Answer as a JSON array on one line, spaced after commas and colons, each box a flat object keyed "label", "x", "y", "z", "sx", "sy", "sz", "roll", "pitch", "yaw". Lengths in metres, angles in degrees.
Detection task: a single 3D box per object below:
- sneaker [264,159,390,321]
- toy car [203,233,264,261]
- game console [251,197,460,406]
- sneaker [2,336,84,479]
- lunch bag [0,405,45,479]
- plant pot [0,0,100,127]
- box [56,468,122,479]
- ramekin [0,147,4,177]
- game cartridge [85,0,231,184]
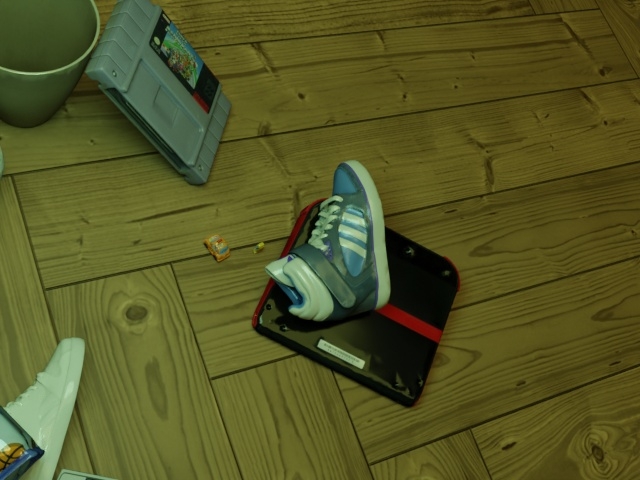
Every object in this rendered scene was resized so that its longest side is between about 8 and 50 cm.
[{"label": "sneaker", "x": 0.000, "y": 0.000, "z": 1.686, "sx": 0.236, "sy": 0.130, "sz": 0.323, "roll": -6, "pitch": 80, "yaw": -23}, {"label": "toy car", "x": -0.176, "y": 0.002, "z": 1.743, "sx": 0.122, "sy": 0.040, "sz": 0.060, "roll": -13, "pitch": 70, "yaw": -26}, {"label": "game console", "x": 0.088, "y": 0.120, "z": 1.779, "sx": 0.386, "sy": 0.060, "sz": 0.342, "roll": 27, "pitch": 68, "yaw": -7}, {"label": "sneaker", "x": -0.509, "y": 0.283, "z": 1.429, "sx": 0.169, "sy": 0.108, "sz": 0.293, "roll": 18, "pitch": 61, "yaw": -16}, {"label": "lunch bag", "x": -0.649, "y": 0.335, "z": 1.201, "sx": 0.328, "sy": 0.239, "sz": 0.385, "roll": 46, "pitch": 71, "yaw": 1}, {"label": "plant pot", "x": -0.566, "y": -0.341, "z": 1.618, "sx": 0.256, "sy": 0.274, "sz": 0.257, "roll": 9, "pitch": 61, "yaw": -16}, {"label": "box", "x": -0.313, "y": 0.470, "z": 1.323, "sx": 0.289, "sy": 0.087, "sz": 0.169, "roll": 2, "pitch": 54, "yaw": 29}, {"label": "ramekin", "x": -0.674, "y": -0.140, "z": 1.526, "sx": 0.207, "sy": 0.109, "sz": 0.207, "roll": 30, "pitch": 31, "yaw": -20}, {"label": "game cartridge", "x": -0.308, "y": -0.307, "z": 1.706, "sx": 0.355, "sy": 0.068, "sz": 0.230, "roll": 50, "pitch": 48, "yaw": -46}]
